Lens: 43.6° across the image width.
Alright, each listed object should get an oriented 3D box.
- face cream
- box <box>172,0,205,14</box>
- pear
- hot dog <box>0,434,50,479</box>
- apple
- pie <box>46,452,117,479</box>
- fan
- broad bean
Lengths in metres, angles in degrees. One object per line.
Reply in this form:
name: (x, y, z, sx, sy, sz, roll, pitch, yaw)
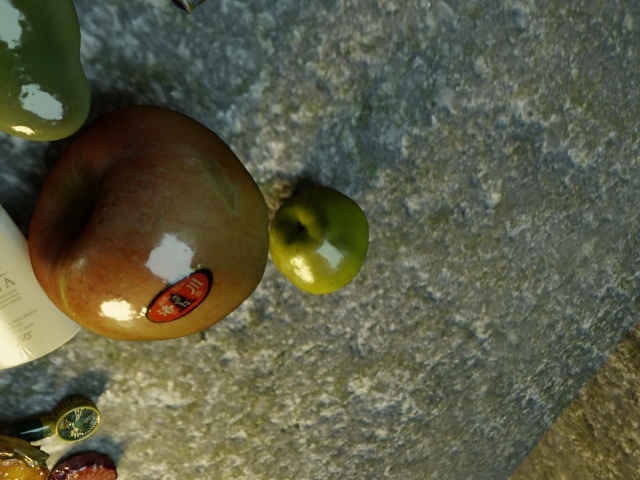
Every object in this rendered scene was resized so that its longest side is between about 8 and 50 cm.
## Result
face cream: (-0.489, 0.043, 1.136, 0.174, 0.081, 0.348, -22, 134, -4)
box: (-0.128, -0.403, 1.150, 0.207, 0.050, 0.041, -41, 133, -9)
pear: (0.001, -0.001, 1.452, 0.198, 0.198, 0.198, -22, 131, -27)
hot dog: (-0.575, 0.414, 1.324, 0.259, 0.114, 0.175, -42, 133, -11)
apple: (-0.229, -0.008, 1.142, 0.305, 0.338, 0.338, 25, 102, -45)
pie: (-0.455, 0.464, 1.512, 0.154, 0.038, 0.153, -22, 133, -25)
fan: (-0.465, 0.319, 1.398, 0.155, 0.039, 0.082, -10, 125, -34)
broad bean: (-0.395, -0.249, 1.007, 0.189, 0.121, 0.263, -24, 118, -18)
